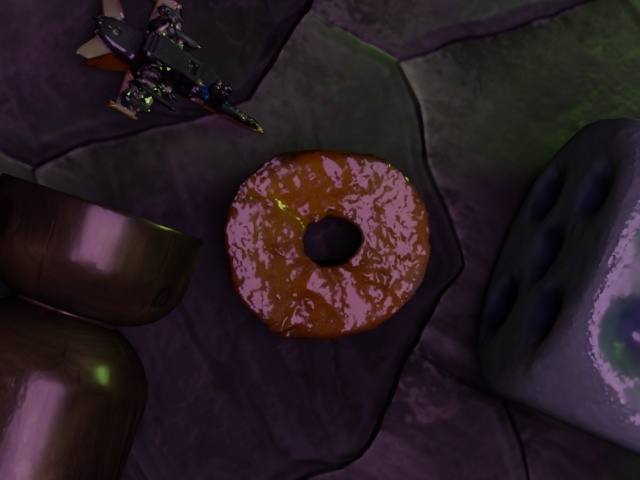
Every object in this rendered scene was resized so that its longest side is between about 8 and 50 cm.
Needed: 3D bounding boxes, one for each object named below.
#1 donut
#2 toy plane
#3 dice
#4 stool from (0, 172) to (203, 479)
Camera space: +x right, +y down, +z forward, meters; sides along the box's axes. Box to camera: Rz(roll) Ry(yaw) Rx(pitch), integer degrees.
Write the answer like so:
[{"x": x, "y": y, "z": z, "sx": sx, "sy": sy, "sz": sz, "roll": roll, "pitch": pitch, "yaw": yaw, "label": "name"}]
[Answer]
[{"x": 0.000, "y": 0.001, "z": 1.279, "sx": 0.190, "sy": 0.074, "sz": 0.174, "roll": -19, "pitch": 94, "yaw": -15, "label": "donut"}, {"x": -0.123, "y": -0.148, "z": 1.255, "sx": 0.188, "sy": 0.062, "sz": 0.135, "roll": 26, "pitch": 60, "yaw": -13, "label": "toy plane"}, {"x": 0.311, "y": 0.060, "z": 1.245, "sx": 0.268, "sy": 0.262, "sz": 0.264, "roll": 25, "pitch": 87, "yaw": -11, "label": "dice"}, {"x": -0.224, "y": 0.096, "z": 1.181, "sx": 0.179, "sy": 0.179, "sz": 0.264, "roll": 20, "pitch": 87, "yaw": -11, "label": "stool"}]
